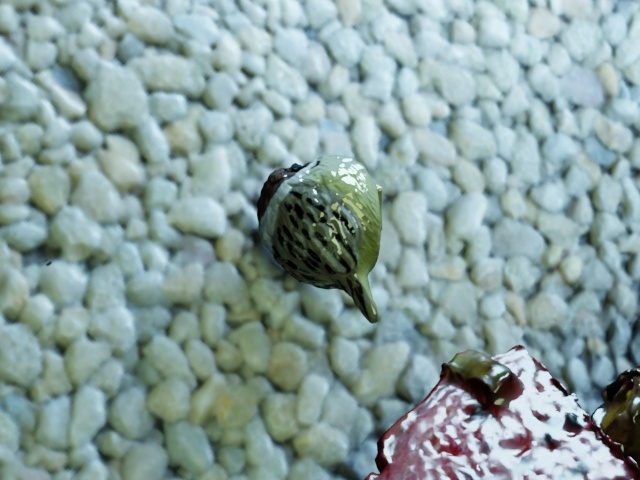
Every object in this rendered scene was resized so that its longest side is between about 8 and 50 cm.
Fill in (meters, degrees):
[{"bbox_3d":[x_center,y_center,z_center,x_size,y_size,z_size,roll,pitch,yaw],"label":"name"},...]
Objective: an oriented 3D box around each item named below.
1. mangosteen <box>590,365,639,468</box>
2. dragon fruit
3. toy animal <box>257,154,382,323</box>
[{"bbox_3d":[0.442,0.136,1.405,0.421,0.381,0.381,-13,88,-28],"label":"mangosteen"},{"bbox_3d":[0.117,0.232,1.329,0.330,0.240,0.302,-19,71,-34],"label":"dragon fruit"},{"bbox_3d":[0.000,0.000,1.383,0.098,0.098,0.137,9,60,-24],"label":"toy animal"}]
